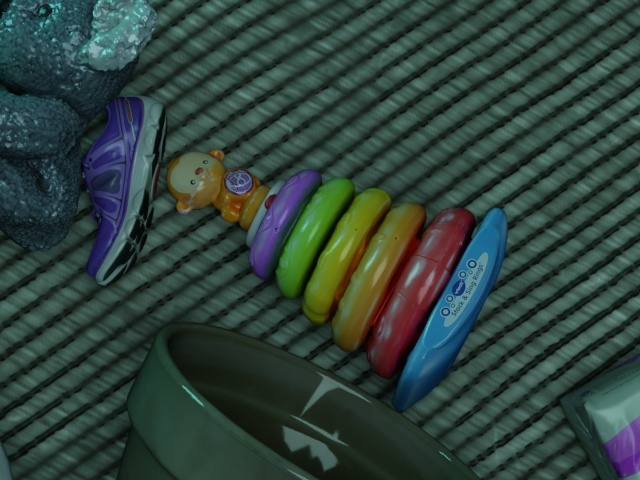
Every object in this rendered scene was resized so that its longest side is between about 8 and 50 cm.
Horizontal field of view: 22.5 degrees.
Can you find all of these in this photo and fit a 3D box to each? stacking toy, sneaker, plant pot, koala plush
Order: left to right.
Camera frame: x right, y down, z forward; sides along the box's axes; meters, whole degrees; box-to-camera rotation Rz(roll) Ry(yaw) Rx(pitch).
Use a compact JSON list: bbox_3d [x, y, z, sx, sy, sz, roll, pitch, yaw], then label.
[{"bbox_3d":[-0.231,-0.129,1.334,0.203,0.196,0.221,45,80,-17],"label":"koala plush"},{"bbox_3d":[-0.180,-0.044,1.402,0.071,0.068,0.170,9,77,5],"label":"sneaker"},{"bbox_3d":[-0.054,0.265,1.299,0.323,0.323,0.280,29,98,-8],"label":"plant pot"},{"bbox_3d":[0.000,0.000,1.396,0.302,0.166,0.175,28,73,7],"label":"stacking toy"}]

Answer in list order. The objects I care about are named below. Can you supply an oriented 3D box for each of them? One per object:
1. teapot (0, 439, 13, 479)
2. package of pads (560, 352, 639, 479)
[{"bbox_3d":[-0.382,0.216,1.288,0.256,0.187,0.252,-53,125,-25],"label":"teapot"},{"bbox_3d":[0.389,0.217,1.465,0.229,0.101,0.296,-28,93,-9],"label":"package of pads"}]
